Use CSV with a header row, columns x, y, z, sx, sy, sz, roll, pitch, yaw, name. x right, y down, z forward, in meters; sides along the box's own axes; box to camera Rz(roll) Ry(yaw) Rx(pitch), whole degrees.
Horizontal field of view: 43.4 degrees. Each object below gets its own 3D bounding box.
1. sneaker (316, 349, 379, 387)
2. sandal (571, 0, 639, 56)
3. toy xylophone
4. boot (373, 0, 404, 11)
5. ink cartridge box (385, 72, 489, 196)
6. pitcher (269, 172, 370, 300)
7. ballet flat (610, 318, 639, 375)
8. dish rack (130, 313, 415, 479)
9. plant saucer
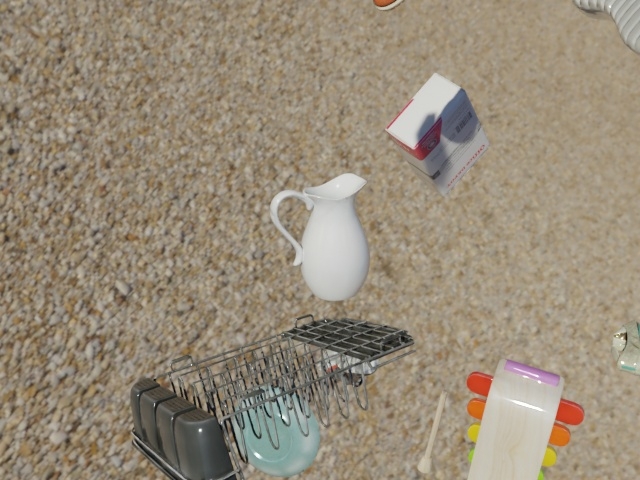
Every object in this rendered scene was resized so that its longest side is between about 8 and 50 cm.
x,y,z,sx,sy,sz,roll,pitch,yaw,name
0.057,0.207,1.309,0.065,0.158,0.061,49,66,-16,sneaker
0.439,-0.289,0.985,0.102,0.169,0.416,44,19,-22,sandal
0.310,0.356,1.428,0.236,0.323,0.081,23,28,14,toy xylophone
0.103,-0.384,1.073,0.084,0.158,0.059,0,40,-49,boot
0.271,-0.234,1.823,0.100,0.172,0.237,41,-2,34,ink cartridge box
0.000,0.000,1.408,0.177,0.207,0.125,-9,23,-16,pitcher
0.521,0.176,1.368,0.168,0.052,0.057,-45,136,-67,ballet flat
-0.045,0.145,0.806,0.271,0.208,0.074,-18,102,-28,dish rack
-0.097,0.392,1.620,0.195,0.195,0.037,56,22,5,plant saucer
